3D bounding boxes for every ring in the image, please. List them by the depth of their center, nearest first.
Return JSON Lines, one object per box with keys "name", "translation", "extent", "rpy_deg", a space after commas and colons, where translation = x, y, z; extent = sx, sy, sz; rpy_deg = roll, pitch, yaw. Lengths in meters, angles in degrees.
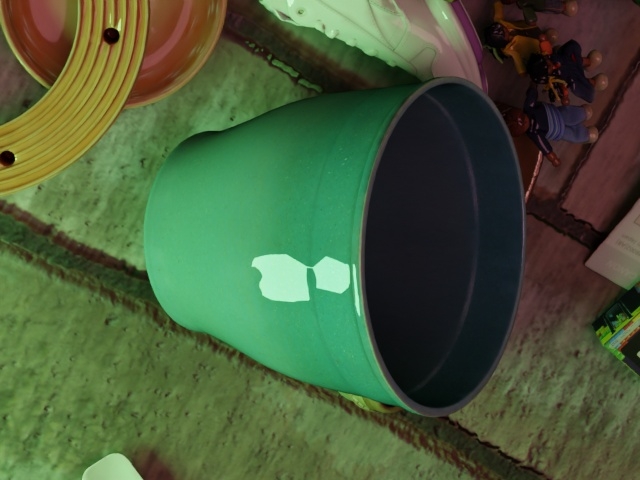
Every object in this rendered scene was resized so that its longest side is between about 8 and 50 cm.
{"name": "ring", "translation": [-0.309, -0.196, 1.161], "extent": [0.336, 0.032, 0.336], "rpy_deg": [-1, 107, -5]}

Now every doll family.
{"name": "doll family", "translation": [0.201, -0.164, 1.311], "extent": [0.111, 0.193, 0.076], "rpy_deg": [0, 150, -46]}

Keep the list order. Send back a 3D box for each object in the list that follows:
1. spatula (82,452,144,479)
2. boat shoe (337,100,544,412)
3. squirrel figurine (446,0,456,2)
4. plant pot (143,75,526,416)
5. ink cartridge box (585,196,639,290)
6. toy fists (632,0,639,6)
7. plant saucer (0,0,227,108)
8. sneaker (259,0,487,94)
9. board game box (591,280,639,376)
{"name": "spatula", "translation": [-0.206, 0.335, 1.364], "extent": [0.168, 0.019, 0.242], "rpy_deg": [-31, 110, -9]}
{"name": "boat shoe", "translation": [0.125, 0.027, 1.339], "extent": [0.122, 0.120, 0.324], "rpy_deg": [27, 94, -22]}
{"name": "squirrel figurine", "translation": [0.186, -0.440, 1.117], "extent": [0.397, 0.281, 0.370], "rpy_deg": [47, 55, -36]}
{"name": "plant pot", "translation": [0.000, 0.000, 1.193], "extent": [0.272, 0.255, 0.271], "rpy_deg": [-7, 98, -56]}
{"name": "ink cartridge box", "translation": [0.489, -0.080, 1.471], "extent": [0.308, 0.091, 0.385], "rpy_deg": [26, 111, -22]}
{"name": "toy fists", "translation": [0.328, -0.363, 1.324], "extent": [0.142, 0.096, 0.279], "rpy_deg": [38, 88, -32]}
{"name": "plant saucer", "translation": [-0.181, -0.215, 1.225], "extent": [0.200, 0.037, 0.200], "rpy_deg": [-5, 105, -18]}
{"name": "sneaker", "translation": [0.037, -0.219, 1.273], "extent": [0.152, 0.114, 0.305], "rpy_deg": [-34, 110, 10]}
{"name": "board game box", "translation": [0.391, 0.080, 1.456], "extent": [0.141, 0.048, 0.170], "rpy_deg": [40, 105, -23]}
